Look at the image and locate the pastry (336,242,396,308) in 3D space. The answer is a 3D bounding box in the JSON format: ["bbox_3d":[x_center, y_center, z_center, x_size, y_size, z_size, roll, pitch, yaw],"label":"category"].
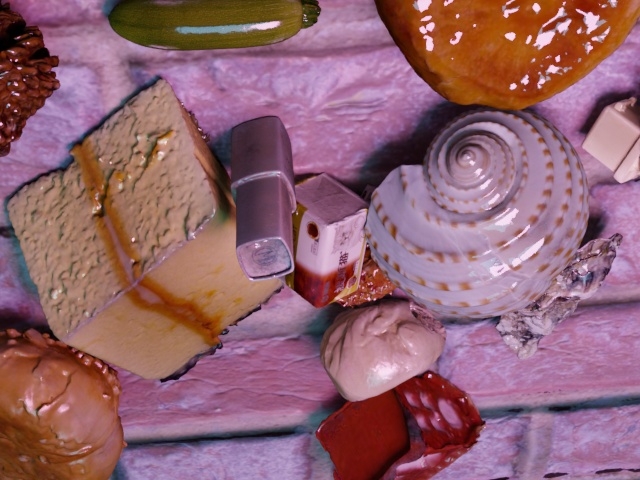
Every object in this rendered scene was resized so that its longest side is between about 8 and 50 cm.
[{"bbox_3d":[0.079,0.051,1.343,0.170,0.087,0.063,-21,141,11],"label":"pastry"}]

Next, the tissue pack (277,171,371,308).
[{"bbox_3d":[0.000,0.001,1.259,0.099,0.106,0.148,-25,137,-36],"label":"tissue pack"}]

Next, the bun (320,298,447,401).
[{"bbox_3d":[0.092,0.151,1.365,0.193,0.178,0.127,-26,94,1],"label":"bun"}]

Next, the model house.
[{"bbox_3d":[0.152,0.333,1.522,0.254,0.160,0.196,11,131,-49],"label":"model house"}]

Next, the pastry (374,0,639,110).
[{"bbox_3d":[0.213,-0.317,1.021,0.356,0.163,0.355,-5,124,-7],"label":"pastry"}]

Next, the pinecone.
[{"bbox_3d":[-0.421,-0.191,1.032,0.222,0.221,0.221,-3,128,-4],"label":"pinecone"}]

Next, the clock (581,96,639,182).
[{"bbox_3d":[0.502,-0.199,1.088,0.120,0.276,0.379,-21,144,-43],"label":"clock"}]

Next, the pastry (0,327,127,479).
[{"bbox_3d":[-0.432,0.250,1.375,0.285,0.184,0.315,0,133,18],"label":"pastry"}]

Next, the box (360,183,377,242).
[{"bbox_3d":[0.074,-0.037,1.306,0.054,0.024,0.083,17,123,-20],"label":"box"}]

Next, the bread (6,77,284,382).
[{"bbox_3d":[-0.233,0.017,1.319,0.346,0.242,0.405,-29,158,11],"label":"bread"}]

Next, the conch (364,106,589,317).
[{"bbox_3d":[0.231,-0.009,1.206,0.303,0.215,0.319,-40,125,5],"label":"conch"}]

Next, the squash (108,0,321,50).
[{"bbox_3d":[-0.127,-0.264,1.081,0.258,0.069,0.069,-3,128,-2],"label":"squash"}]

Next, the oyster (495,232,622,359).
[{"bbox_3d":[0.354,0.076,1.349,0.252,0.087,0.199,-44,160,14],"label":"oyster"}]

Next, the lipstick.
[{"bbox_3d":[-0.071,-0.056,1.132,0.078,0.252,0.079,-15,130,6],"label":"lipstick"}]
